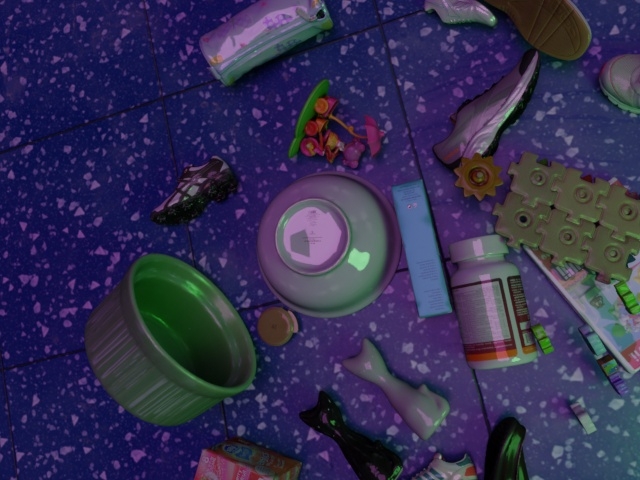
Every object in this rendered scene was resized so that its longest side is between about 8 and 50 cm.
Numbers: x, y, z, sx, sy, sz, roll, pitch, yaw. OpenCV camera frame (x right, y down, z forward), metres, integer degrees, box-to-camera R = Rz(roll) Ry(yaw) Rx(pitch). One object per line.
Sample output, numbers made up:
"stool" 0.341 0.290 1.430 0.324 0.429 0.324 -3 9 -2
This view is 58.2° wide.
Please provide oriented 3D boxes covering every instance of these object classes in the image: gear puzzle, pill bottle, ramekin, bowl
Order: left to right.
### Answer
"ramekin" -0.275 0.186 1.052 0.148 0.303 0.303 -39 76 14
"bowl" 0.000 0.000 1.087 0.298 0.134 0.297 -1 84 13
"pill bottle" 0.296 0.107 1.009 0.121 0.121 0.221 -12 81 12
"gear puzzle" 0.387 -0.053 0.997 0.339 0.044 0.175 22 81 5

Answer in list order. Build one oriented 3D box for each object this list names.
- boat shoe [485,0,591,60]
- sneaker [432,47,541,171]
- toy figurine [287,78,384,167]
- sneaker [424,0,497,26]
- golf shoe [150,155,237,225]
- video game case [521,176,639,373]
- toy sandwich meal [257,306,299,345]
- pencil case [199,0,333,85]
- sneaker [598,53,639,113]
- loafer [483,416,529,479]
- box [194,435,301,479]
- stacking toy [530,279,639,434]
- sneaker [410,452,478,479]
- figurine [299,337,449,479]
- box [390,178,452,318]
"boat shoe" 0.398 -0.442 1.062 0.277 0.096 0.098 50 139 17
"sneaker" 0.311 -0.243 1.061 0.108 0.100 0.271 37 93 20
"toy figurine" 0.040 -0.201 1.123 0.159 0.130 0.173 30 113 6
"sneaker" 0.272 -0.446 1.121 0.152 0.054 0.061 33 108 17
"golf shoe" -0.272 -0.103 1.201 0.198 0.077 0.093 -28 67 2
"video game case" 0.529 0.058 1.010 0.204 0.025 0.285 -38 77 6
"toy sandwich meal" -0.085 0.169 1.142 0.086 0.029 0.085 -1 86 17
"pencil case" -0.110 -0.423 1.171 0.273 0.113 0.124 -26 56 10
"sneaker" 0.613 -0.266 0.982 0.253 0.111 0.102 21 89 15
"loafer" 0.327 0.416 0.996 0.079 0.080 0.219 12 91 5
"box" -0.163 0.538 1.052 0.154 0.142 0.299 14 87 20
"stacking toy" 0.469 0.195 0.952 0.167 0.052 0.221 -29 97 9
"sneaker" 0.203 0.427 1.036 0.161 0.057 0.075 -17 56 17
"figurine" 0.095 0.315 1.055 0.209 0.092 0.214 39 92 19
"box" 0.187 0.018 1.056 0.060 0.100 0.244 -13 81 11
